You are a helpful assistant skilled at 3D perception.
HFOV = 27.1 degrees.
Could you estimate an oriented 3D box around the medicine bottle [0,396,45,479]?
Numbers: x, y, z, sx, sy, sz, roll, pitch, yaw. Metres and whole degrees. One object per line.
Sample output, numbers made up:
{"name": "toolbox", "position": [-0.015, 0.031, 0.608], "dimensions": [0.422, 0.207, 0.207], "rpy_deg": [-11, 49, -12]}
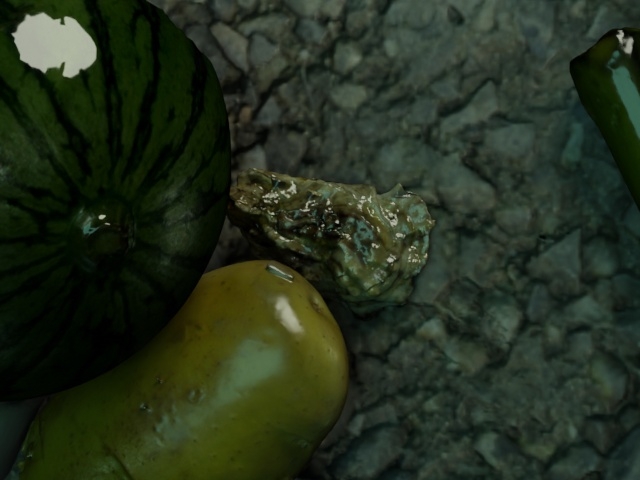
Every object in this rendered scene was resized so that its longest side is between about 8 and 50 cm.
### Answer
{"name": "medicine bottle", "position": [-0.280, 0.006, 1.037], "dimensions": [0.212, 0.212, 0.326], "rpy_deg": [29, 103, 18]}

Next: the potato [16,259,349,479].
{"name": "potato", "position": [-0.105, 0.139, 1.007], "dimensions": [0.300, 0.140, 0.173], "rpy_deg": [-37, 88, 20]}

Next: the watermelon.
{"name": "watermelon", "position": [-0.197, -0.026, 0.834], "dimensions": [0.189, 0.330, 0.331], "rpy_deg": [33, 108, 62]}

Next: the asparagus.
{"name": "asparagus", "position": [0.253, -0.015, 0.910], "dimensions": [0.067, 0.060, 0.278], "rpy_deg": [-22, 84, 1]}

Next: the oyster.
{"name": "oyster", "position": [0.000, 0.002, 1.013], "dimensions": [0.165, 0.053, 0.108], "rpy_deg": [13, 107, 13]}
